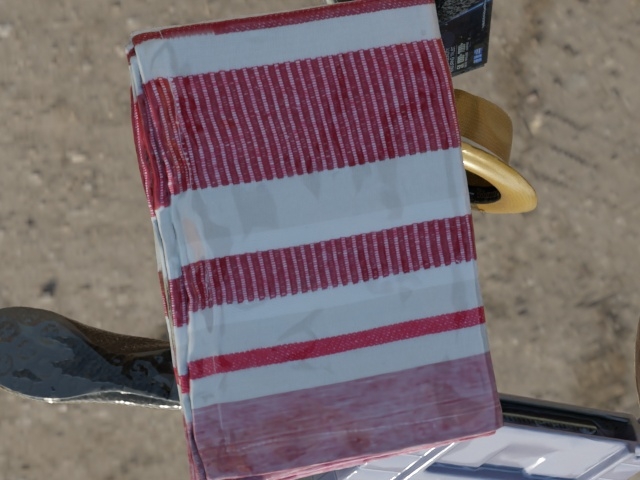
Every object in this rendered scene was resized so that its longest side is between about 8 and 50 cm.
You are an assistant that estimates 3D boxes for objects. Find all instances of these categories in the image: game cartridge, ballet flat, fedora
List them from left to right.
[{"bbox_3d":[-0.196,0.112,1.432,0.249,0.084,0.058,7,168,0],"label":"ballet flat"},{"bbox_3d":[0.125,-0.089,1.473,0.194,0.194,0.079,27,78,-31],"label":"fedora"},{"bbox_3d":[0.172,0.244,1.695,0.355,0.068,0.230,12,136,-35],"label":"game cartridge"}]

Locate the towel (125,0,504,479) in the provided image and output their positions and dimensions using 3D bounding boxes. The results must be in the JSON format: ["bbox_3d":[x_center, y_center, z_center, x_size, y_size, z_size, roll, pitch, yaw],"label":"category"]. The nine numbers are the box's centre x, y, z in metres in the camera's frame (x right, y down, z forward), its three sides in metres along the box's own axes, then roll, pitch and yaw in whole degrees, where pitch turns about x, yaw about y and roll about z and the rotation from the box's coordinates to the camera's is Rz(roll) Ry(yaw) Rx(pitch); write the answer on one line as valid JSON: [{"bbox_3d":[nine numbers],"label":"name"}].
[{"bbox_3d":[0.000,0.000,1.121,0.237,0.037,0.329,-11,96,-17],"label":"towel"}]

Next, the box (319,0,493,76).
[{"bbox_3d":[0.079,-0.213,1.479,0.147,0.078,0.180,-19,157,-6],"label":"box"}]

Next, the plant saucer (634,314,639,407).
[{"bbox_3d":[0.389,0.092,1.163,0.310,0.050,0.311,0,91,6],"label":"plant saucer"}]
